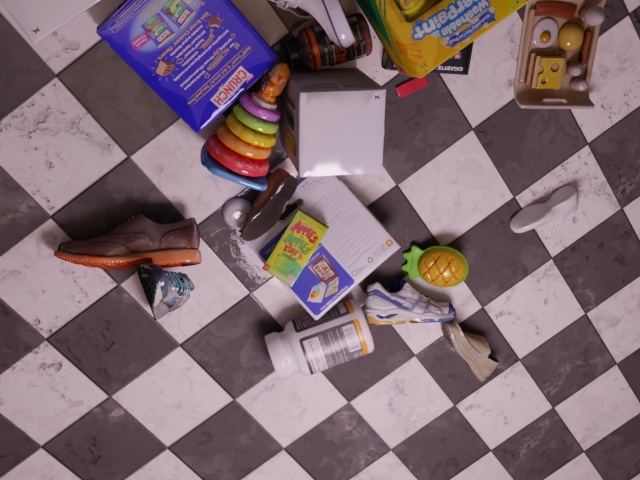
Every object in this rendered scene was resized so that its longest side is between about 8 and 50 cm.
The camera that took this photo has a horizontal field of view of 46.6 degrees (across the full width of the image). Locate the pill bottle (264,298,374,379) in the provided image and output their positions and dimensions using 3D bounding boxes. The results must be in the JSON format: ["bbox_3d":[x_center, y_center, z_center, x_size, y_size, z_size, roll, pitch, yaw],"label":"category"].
[{"bbox_3d":[-0.004,0.279,2.064,0.278,0.162,0.162,-19,116,-3],"label":"pill bottle"}]

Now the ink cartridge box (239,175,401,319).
[{"bbox_3d":[0.000,0.000,1.974,0.303,0.072,0.307,-41,91,8],"label":"ink cartridge box"}]

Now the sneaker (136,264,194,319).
[{"bbox_3d":[-0.386,0.110,1.876,0.122,0.283,0.110,-22,78,-15],"label":"sneaker"}]

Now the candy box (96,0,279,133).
[{"bbox_3d":[-0.300,-0.450,1.695,0.268,0.122,0.317,-41,115,6],"label":"candy box"}]

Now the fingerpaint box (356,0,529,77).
[{"bbox_3d":[0.291,-0.649,1.677,0.444,0.163,0.371,-35,110,-1],"label":"fingerpaint box"}]

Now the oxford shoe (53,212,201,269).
[{"bbox_3d":[-0.484,0.003,1.877,0.363,0.130,0.133,-1,83,-6],"label":"oxford shoe"}]

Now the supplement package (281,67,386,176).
[{"bbox_3d":[0.022,-0.286,1.760,0.198,0.263,0.199,-4,114,-11],"label":"supplement package"}]

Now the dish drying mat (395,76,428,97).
[{"bbox_3d":[0.234,-0.396,1.902,0.083,0.008,0.032,-26,117,-2],"label":"dish drying mat"}]

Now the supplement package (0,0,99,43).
[{"bbox_3d":[-0.546,-0.540,1.503,0.175,0.293,0.177,-31,117,3],"label":"supplement package"}]

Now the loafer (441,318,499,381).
[{"bbox_3d":[0.449,0.314,2.221,0.092,0.102,0.268,-37,125,4],"label":"loafer"}]

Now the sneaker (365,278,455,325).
[{"bbox_3d":[0.262,0.172,2.104,0.296,0.112,0.131,2,80,-31],"label":"sneaker"}]

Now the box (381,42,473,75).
[{"bbox_3d":[0.269,-0.505,1.836,0.220,0.051,0.175,1,112,-13],"label":"box"}]

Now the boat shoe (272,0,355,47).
[{"bbox_3d":[-0.066,-0.572,1.658,0.156,0.136,0.367,-29,98,10],"label":"boat shoe"}]

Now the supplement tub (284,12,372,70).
[{"bbox_3d":[0.017,-0.466,1.768,0.197,0.106,0.106,-18,116,-4],"label":"supplement tub"}]

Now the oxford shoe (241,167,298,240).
[{"bbox_3d":[-0.142,-0.092,1.917,0.212,0.076,0.076,-53,140,9],"label":"oxford shoe"}]

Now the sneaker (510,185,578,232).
[{"bbox_3d":[0.643,-0.064,2.109,0.212,0.080,0.094,-28,128,-1],"label":"sneaker"}]

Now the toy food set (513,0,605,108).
[{"bbox_3d":[0.629,-0.490,1.902,0.219,0.092,0.306,-2,114,-12],"label":"toy food set"}]

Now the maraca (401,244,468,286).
[{"bbox_3d":[0.321,0.071,2.084,0.185,0.099,0.127,8,112,12],"label":"maraca"}]

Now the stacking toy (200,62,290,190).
[{"bbox_3d":[-0.152,-0.284,1.751,0.165,0.175,0.302,20,116,-22],"label":"stacking toy"}]

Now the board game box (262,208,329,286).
[{"bbox_3d":[-0.065,0.019,1.925,0.092,0.043,0.181,32,99,0],"label":"board game box"}]

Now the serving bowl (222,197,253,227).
[{"bbox_3d":[-0.213,-0.068,1.936,0.083,0.027,0.083,-5,114,-11],"label":"serving bowl"}]
